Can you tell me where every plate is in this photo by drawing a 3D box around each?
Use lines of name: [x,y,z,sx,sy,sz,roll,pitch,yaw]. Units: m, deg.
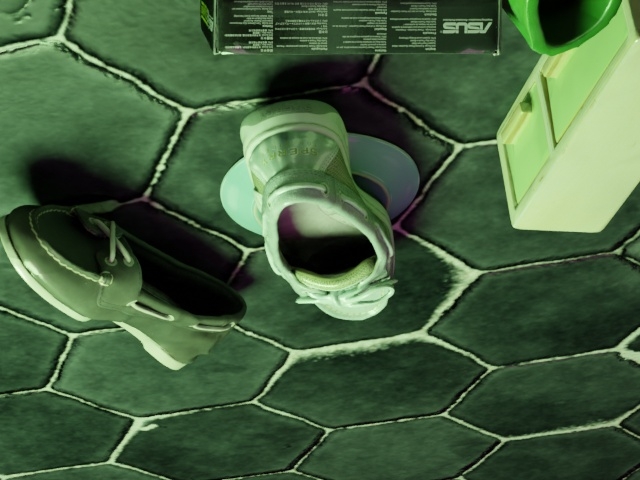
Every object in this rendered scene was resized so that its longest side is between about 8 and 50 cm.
plate: [0.000,-0.040,1.338,0.188,0.024,0.188,-5,151,-3]

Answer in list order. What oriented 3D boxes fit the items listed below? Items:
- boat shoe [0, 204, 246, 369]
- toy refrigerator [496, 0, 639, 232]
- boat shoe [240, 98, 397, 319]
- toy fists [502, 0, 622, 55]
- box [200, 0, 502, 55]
boat shoe: [-0.179,0.030,1.362,0.095,0.112,0.335,-32,150,10]
toy refrigerator: [0.227,-0.118,1.162,0.094,0.102,0.269,2,150,-13]
boat shoe: [0.002,-0.001,1.277,0.118,0.103,0.320,-9,150,5]
toy fists: [0.131,-0.247,0.884,0.096,0.142,0.279,-27,150,-4]
box: [0.014,-0.157,1.005,0.191,0.184,0.045,-1,105,-8]
